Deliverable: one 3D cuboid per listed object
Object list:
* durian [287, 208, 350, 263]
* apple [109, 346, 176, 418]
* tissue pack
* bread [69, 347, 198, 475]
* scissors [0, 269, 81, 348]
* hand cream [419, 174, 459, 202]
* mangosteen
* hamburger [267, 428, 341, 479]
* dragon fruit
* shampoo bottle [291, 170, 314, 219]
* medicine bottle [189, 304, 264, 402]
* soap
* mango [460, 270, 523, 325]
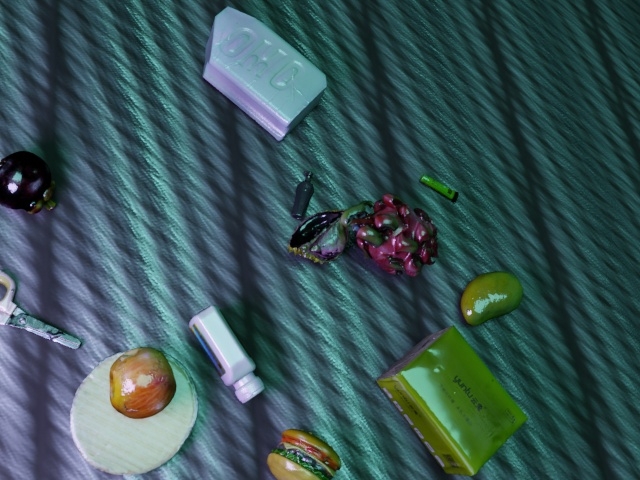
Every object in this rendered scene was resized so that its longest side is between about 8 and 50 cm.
[{"bbox_3d":[0.002,0.003,1.440,0.187,0.119,0.108,-40,122,-21],"label":"durian"},{"bbox_3d":[-0.366,0.291,1.145,0.147,0.146,0.146,5,69,-14],"label":"apple"},{"bbox_3d":[0.304,0.375,1.334,0.200,0.167,0.274,-35,83,-24],"label":"tissue pack"},{"bbox_3d":[-0.395,0.363,1.210,0.267,0.040,0.266,6,69,-15],"label":"bread"},{"bbox_3d":[-0.666,0.161,1.216,0.318,0.024,0.160,25,66,-6],"label":"scissors"},{"bbox_3d":[0.342,-0.151,1.618,0.122,0.023,0.036,29,62,-8],"label":"hand cream"},{"bbox_3d":[-0.663,-0.123,1.277,0.151,0.137,0.137,50,60,-32],"label":"mangosteen"},{"bbox_3d":[-0.034,0.479,1.212,0.162,0.162,0.115,35,60,-1],"label":"hamburger"},{"bbox_3d":[0.185,-0.017,1.399,0.198,0.273,0.218,-19,68,15],"label":"dragon fruit"},{"bbox_3d":[-0.044,-0.121,1.495,0.048,0.027,0.137,19,66,-11],"label":"shampoo bottle"},{"bbox_3d":[-0.208,0.254,1.262,0.078,0.115,0.219,-31,82,-25],"label":"medicine bottle"},{"bbox_3d":[-0.167,-0.462,1.538,0.347,0.115,0.208,40,65,1],"label":"soap"},{"bbox_3d":[0.454,0.147,1.506,0.191,0.085,0.122,-16,79,-21],"label":"mango"}]
